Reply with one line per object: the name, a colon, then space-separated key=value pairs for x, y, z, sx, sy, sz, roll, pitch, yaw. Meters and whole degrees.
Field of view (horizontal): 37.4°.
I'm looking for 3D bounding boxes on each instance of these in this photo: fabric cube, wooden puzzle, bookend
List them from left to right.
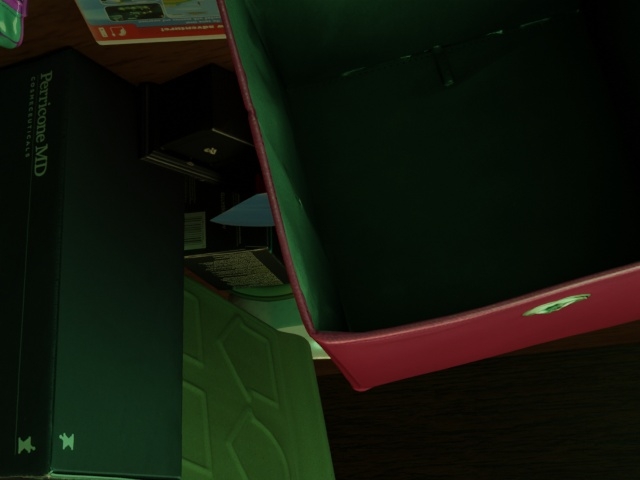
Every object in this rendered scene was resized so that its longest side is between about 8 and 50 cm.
wooden puzzle: x=-0.142 y=0.178 z=1.074 sx=0.348 sy=0.322 sz=0.080 roll=30 pitch=120 yaw=-33
bookend: x=-0.050 y=-0.103 z=0.834 sx=0.157 sy=0.072 sz=0.156 roll=-14 pitch=161 yaw=34
fabric cube: x=0.098 y=-0.065 z=0.587 sx=0.254 sy=0.259 sz=0.258 roll=-15 pitch=164 yaw=2

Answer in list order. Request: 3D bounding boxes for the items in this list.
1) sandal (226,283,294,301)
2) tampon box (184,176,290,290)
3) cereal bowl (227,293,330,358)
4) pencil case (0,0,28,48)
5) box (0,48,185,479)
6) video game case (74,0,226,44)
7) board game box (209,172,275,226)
sandal: x=0.001 y=-0.001 z=1.197 sx=0.303 sy=0.120 sz=0.086 roll=-10 pitch=136 yaw=20
tampon box: x=-0.090 y=-0.022 z=1.030 sx=0.101 sy=0.120 sz=0.161 roll=-6 pitch=164 yaw=8
cereal bowl: x=0.019 y=0.088 z=1.419 sx=0.339 sy=0.141 sz=0.339 roll=-2 pitch=165 yaw=-1
pencil case: x=-0.255 y=-0.167 z=0.578 sx=0.152 sy=0.064 sz=0.070 roll=9 pitch=177 yaw=-38
box: x=-0.296 y=0.050 z=0.838 sx=0.312 sy=0.343 sz=0.179 roll=-9 pitch=162 yaw=24
video game case: x=-0.069 y=-0.198 z=0.570 sx=0.204 sy=0.025 sz=0.285 roll=-3 pitch=165 yaw=0
board game box: x=-0.021 y=-0.044 z=0.858 sx=0.133 sy=0.033 sz=0.169 roll=-1 pitch=171 yaw=-27
